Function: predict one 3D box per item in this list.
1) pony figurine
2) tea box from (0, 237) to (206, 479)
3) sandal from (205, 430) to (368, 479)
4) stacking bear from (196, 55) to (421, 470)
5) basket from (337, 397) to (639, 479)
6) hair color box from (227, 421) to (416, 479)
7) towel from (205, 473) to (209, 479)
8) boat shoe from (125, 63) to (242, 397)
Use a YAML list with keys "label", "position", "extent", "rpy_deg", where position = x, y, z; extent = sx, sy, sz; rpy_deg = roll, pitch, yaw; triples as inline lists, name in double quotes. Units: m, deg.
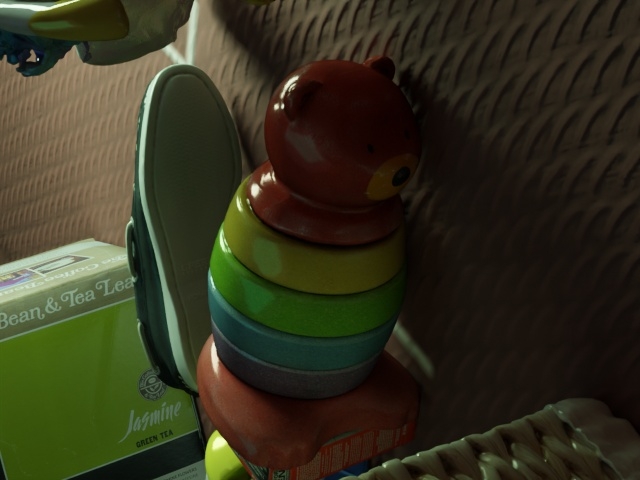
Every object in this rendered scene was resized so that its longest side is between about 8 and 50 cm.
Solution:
- label: "pony figurine"
  position: [-0.170, -0.251, 1.267]
  extent: [0.363, 0.351, 0.303]
  rpy_deg: [9, 120, 42]
- label: "tea box"
  position: [-0.329, 0.198, 1.849]
  extent: [0.220, 0.329, 0.323]
  rpy_deg: [12, 116, 63]
- label: "sandal"
  position: [0.033, 0.268, 1.411]
  extent: [0.138, 0.126, 0.317]
  rpy_deg: [-37, 83, 21]
- label: "stacking bear"
  position: [0.000, 0.000, 1.256]
  extent: [0.164, 0.175, 0.289]
  rpy_deg: [40, 132, 37]
- label: "basket"
  position: [0.113, 0.330, 1.027]
  extent: [0.331, 0.266, 0.328]
  rpy_deg: [51, 133, 38]
- label: "hair color box"
  position: [0.002, 0.151, 1.355]
  extent: [0.072, 0.141, 0.043]
  rpy_deg: [50, 148, 40]
- label: "towel"
  position: [-0.026, 0.429, 1.716]
  extent: [0.317, 0.053, 0.332]
  rpy_deg: [46, 146, 43]
- label: "boat shoe"
  position: [-0.132, -0.007, 1.514]
  extent: [0.091, 0.114, 0.302]
  rpy_deg: [-2, 91, 52]
